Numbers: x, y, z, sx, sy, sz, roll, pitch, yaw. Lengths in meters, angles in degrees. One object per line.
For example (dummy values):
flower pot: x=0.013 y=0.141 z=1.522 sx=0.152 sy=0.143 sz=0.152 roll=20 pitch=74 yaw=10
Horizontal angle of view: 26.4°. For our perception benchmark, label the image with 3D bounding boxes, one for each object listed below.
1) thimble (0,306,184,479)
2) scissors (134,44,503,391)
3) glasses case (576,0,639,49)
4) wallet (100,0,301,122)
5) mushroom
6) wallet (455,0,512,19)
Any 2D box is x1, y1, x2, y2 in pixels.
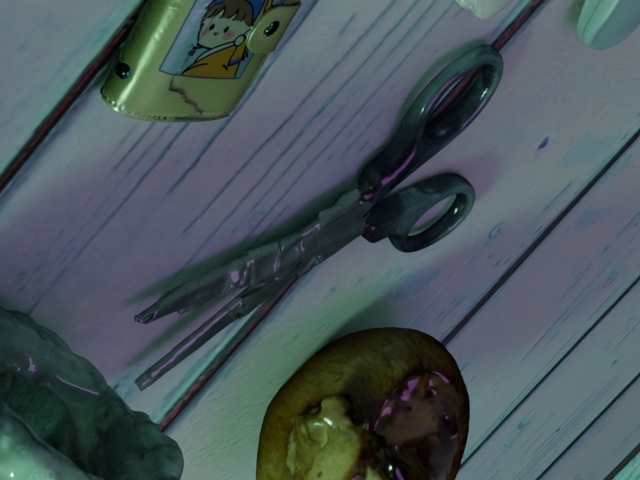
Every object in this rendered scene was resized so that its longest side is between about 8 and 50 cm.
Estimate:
thimble: x=-0.212 y=0.161 z=0.899 sx=0.172 sy=0.205 sz=0.250 roll=-46 pitch=148 yaw=7
scissors: x=0.000 y=0.000 z=1.152 sx=0.383 sy=0.029 sz=0.256 roll=-34 pitch=153 yaw=-21
glasses case: x=0.275 y=-0.239 z=1.159 sx=0.067 sy=0.045 sz=0.178 roll=-17 pitch=143 yaw=-42
wallet: x=-0.059 y=-0.142 z=0.847 sx=0.110 sy=0.039 sz=0.155 roll=-4 pitch=135 yaw=-50
mushroom: x=0.038 y=0.204 z=1.325 sx=0.263 sy=0.195 sz=0.283 roll=-49 pitch=171 yaw=-6
wallet: x=0.175 y=-0.242 z=1.032 sx=0.190 sy=0.033 sz=0.095 roll=-39 pitch=152 yaw=-10
